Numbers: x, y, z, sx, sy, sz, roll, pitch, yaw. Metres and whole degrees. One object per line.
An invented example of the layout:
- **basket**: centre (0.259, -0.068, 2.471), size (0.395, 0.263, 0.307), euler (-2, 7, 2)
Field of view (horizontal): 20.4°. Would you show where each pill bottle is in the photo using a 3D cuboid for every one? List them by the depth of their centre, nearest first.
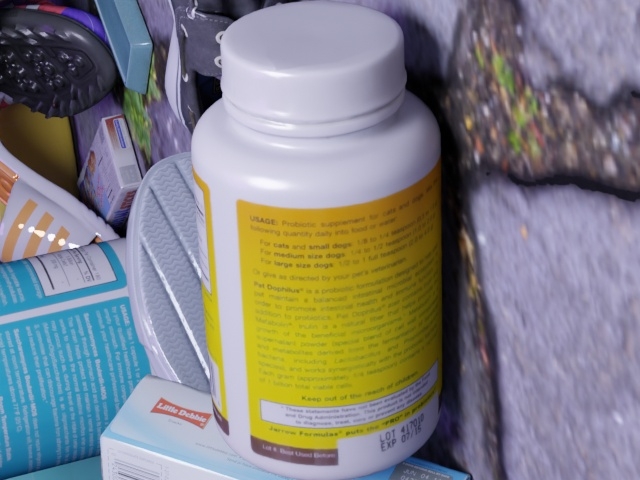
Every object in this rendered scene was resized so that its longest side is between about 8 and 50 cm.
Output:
- **pill bottle**: centre (0.000, 0.000, 0.855), size (0.117, 0.117, 0.215), euler (-129, 31, -54)
- **pill bottle**: centre (-0.183, 0.082, 1.230), size (0.146, 0.264, 0.146), euler (168, 90, -73)

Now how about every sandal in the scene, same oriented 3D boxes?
- **sandal**: centre (-0.270, -0.018, 1.571), size (0.265, 0.076, 0.102), euler (38, 156, 14)

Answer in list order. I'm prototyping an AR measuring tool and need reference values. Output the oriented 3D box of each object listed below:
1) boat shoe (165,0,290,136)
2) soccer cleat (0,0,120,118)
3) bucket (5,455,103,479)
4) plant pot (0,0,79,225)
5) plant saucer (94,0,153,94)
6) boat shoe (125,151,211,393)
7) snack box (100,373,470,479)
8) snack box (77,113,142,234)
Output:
- **boat shoe**: centre (-0.049, -0.115, 0.995), size (0.076, 0.080, 0.228), euler (61, 158, 26)
- **soccer cleat**: centre (-0.247, -0.171, 1.533), size (0.108, 0.116, 0.318), euler (53, 153, -20)
- **bucket**: centre (-0.238, 0.177, 1.603), size (0.281, 0.183, 0.281), euler (168, 90, -72)
- **plant pot**: centre (-0.387, -0.098, 1.776), size (0.254, 0.239, 0.254), euler (168, 90, -72)
- **plant saucer**: centre (-0.168, -0.207, 1.391), size (0.067, 0.018, 0.192), euler (108, 146, -57)
- **boat shoe**: centre (-0.048, 0.095, 1.092), size (0.094, 0.109, 0.302), euler (130, 123, -71)
- **snack box**: centre (-0.021, 0.235, 1.002), size (0.187, 0.060, 0.322), euler (16, 130, 18)
- **snack box**: centre (-0.183, -0.049, 1.538), size (0.178, 0.022, 0.064), euler (132, 122, -69)
